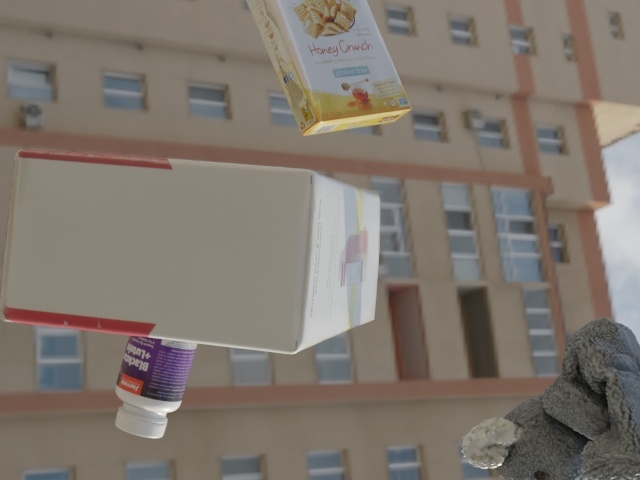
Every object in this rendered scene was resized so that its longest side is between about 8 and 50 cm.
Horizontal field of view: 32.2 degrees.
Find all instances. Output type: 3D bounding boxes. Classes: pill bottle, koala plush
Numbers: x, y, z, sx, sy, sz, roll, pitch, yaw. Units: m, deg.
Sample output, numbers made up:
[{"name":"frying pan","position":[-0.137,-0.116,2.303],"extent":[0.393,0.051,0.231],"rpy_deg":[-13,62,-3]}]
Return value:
[{"name":"pill bottle","position":[-0.262,0.207,1.752],"extent":[0.108,0.108,0.193],"rpy_deg":[17,-87,59]},{"name":"koala plush","position":[0.290,0.219,1.287],"extent":[0.221,0.196,0.203],"rpy_deg":[-34,-121,31]}]

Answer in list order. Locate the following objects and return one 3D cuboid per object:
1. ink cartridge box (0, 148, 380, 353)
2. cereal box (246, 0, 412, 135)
[{"name":"ink cartridge box","position":[-0.104,0.008,1.124],"extent":[0.385,0.279,0.160],"rpy_deg":[4,90,-78]},{"name":"cereal box","position":[0.006,-0.261,1.452],"extent":[0.047,0.173,0.240],"rpy_deg":[-33,-104,49]}]
